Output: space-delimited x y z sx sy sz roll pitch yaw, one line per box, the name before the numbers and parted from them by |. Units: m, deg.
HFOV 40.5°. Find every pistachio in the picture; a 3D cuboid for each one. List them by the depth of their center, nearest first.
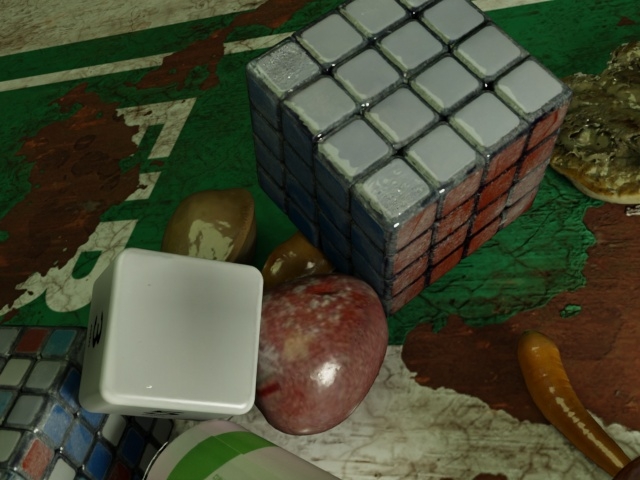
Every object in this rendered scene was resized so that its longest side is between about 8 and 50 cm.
pistachio | -0.197 0.024 1.531 0.213 0.163 0.260 -40 33 39

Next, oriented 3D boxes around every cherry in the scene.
cherry | -0.031 0.169 1.270 0.285 0.212 0.236 -38 59 -20

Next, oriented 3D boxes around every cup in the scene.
cup | -0.079 0.363 1.094 0.253 0.253 0.274 -45 38 -18

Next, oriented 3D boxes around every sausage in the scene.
sausage | 0.000 0.001 1.495 0.109 0.109 0.270 27 63 42

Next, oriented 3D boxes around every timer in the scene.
timer | -0.200 0.132 1.145 0.195 0.194 0.192 150 126 -62

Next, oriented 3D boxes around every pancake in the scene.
pancake | 0.548 -0.215 1.450 0.383 0.071 0.382 -15 43 15

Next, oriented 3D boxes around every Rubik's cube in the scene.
Rubik's cube | -0.436 0.314 1.272 0.292 0.286 0.293 -4 48 24
Rubik's cube | 0.121 -0.149 1.321 0.344 0.344 0.337 -35 69 -16

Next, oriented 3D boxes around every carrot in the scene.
carrot | 0.327 0.223 1.151 0.062 0.066 0.271 -60 34 32

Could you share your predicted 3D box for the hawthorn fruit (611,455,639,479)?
hawthorn fruit | 0.408 0.322 0.909 0.235 0.263 0.231 -1 84 37
